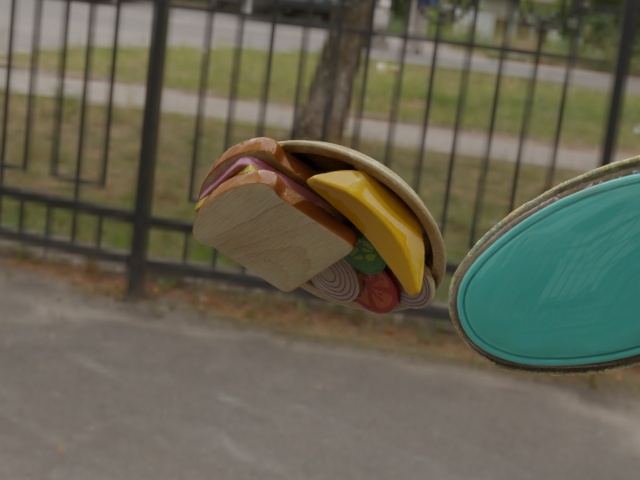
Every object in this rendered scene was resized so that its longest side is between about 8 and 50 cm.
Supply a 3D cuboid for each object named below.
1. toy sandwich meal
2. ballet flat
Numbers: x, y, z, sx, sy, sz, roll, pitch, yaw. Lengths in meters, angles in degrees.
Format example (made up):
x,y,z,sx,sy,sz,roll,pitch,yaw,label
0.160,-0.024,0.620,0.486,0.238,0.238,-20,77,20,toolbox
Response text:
x,y,z,sx,sy,sz,roll,pitch,yaw,label
0.000,0.000,0.464,0.085,0.086,0.029,12,50,23,toy sandwich meal
0.242,-0.019,0.832,0.348,0.123,0.123,-28,-1,22,ballet flat
